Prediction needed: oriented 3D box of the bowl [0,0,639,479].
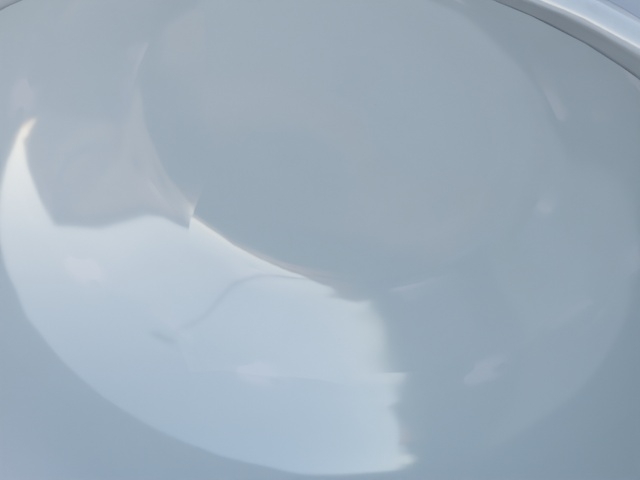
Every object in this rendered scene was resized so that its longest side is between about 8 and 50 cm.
[{"bbox_3d":[0.000,0.000,0.474,0.298,0.298,0.134,51,32,-31],"label":"bowl"}]
